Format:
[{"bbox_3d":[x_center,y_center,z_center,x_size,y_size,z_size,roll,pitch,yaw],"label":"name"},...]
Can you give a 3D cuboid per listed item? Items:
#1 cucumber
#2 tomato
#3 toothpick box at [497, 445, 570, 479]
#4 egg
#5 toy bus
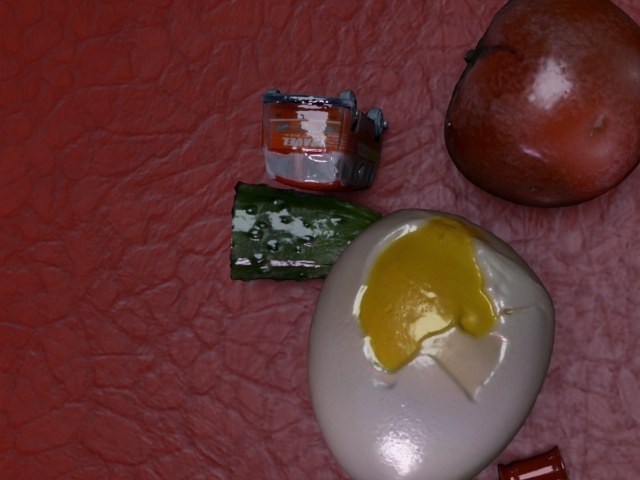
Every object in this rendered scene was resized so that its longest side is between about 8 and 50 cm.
[{"bbox_3d":[0.000,-0.003,1.221,0.245,0.134,0.134,6,85,1],"label":"cucumber"},{"bbox_3d":[0.279,-0.161,1.109,0.265,0.265,0.264,-1,84,12],"label":"tomato"},{"bbox_3d":[0.264,0.290,1.169,0.083,0.047,0.047,-19,80,10],"label":"toothpick box"},{"bbox_3d":[0.120,0.137,1.098,0.283,0.283,0.344,21,97,13],"label":"egg"},{"bbox_3d":[0.004,-0.120,1.163,0.121,0.265,0.119,6,93,12],"label":"toy bus"}]
